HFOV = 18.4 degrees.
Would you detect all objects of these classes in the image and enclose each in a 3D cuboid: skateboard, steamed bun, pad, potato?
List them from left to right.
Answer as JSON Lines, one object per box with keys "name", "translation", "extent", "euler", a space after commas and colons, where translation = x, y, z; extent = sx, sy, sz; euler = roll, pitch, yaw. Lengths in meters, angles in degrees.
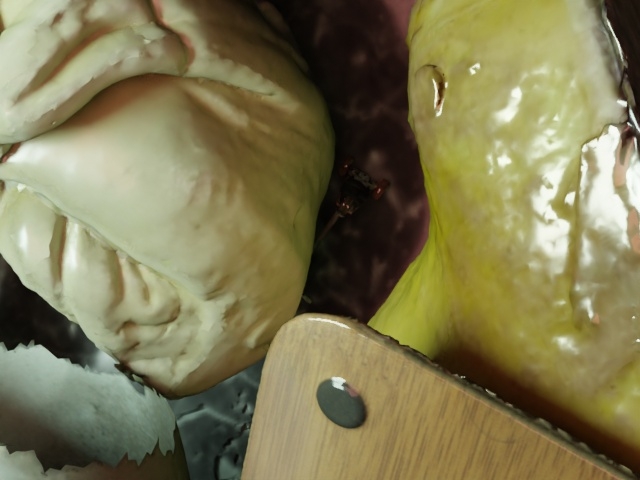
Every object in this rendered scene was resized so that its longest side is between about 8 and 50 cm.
{"name": "steamed bun", "translation": [-0.121, -0.092, 1.009], "extent": [0.206, 0.275, 0.320], "euler": [-45, 115, 1]}
{"name": "skateboard", "translation": [0.000, 0.000, 1.073], "extent": [0.032, 0.064, 0.083], "euler": [35, 112, -1]}
{"name": "pad", "translation": [0.077, 0.189, 0.848], "extent": [0.284, 0.018, 0.286], "euler": [29, 131, 20]}
{"name": "potato", "translation": [0.084, 0.079, 0.923], "extent": [0.296, 0.290, 0.397], "euler": [-25, 115, 20]}

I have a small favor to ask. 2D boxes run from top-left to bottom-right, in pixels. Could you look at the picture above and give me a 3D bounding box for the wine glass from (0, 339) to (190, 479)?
{"name": "wine glass", "translation": [-0.178, 0.217, 0.926], "extent": [0.238, 0.238, 0.323], "euler": [12, 101, 16]}
